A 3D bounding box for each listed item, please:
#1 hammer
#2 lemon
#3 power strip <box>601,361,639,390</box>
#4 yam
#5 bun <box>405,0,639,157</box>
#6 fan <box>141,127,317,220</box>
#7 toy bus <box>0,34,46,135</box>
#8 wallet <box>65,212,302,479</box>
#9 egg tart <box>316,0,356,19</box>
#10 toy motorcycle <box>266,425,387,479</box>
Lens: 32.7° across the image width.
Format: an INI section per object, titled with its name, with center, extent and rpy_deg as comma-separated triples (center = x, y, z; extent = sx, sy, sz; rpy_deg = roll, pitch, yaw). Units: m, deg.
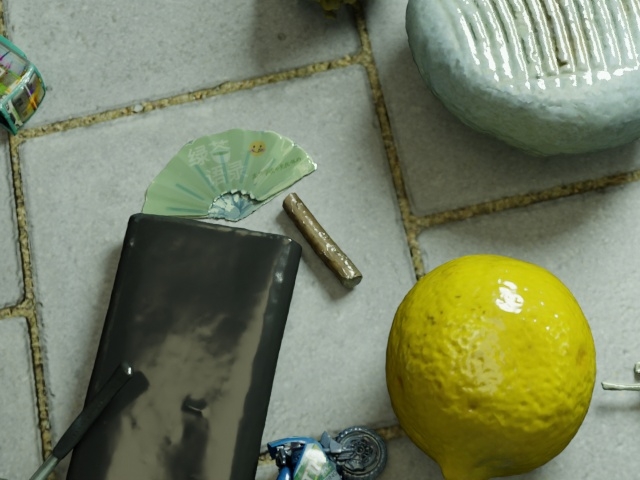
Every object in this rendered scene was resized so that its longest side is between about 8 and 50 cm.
[hammer]
center = -0.295, 0.242, 1.274
extent = 0.246, 0.029, 0.103
rpy_deg = -49, 49, 8
[lemon]
center = 0.185, 0.144, 1.194
extent = 0.229, 0.228, 0.253
rpy_deg = -2, 76, 7
[power strip]
center = 0.411, 0.159, 1.255
extent = 0.175, 0.042, 0.075
rpy_deg = -6, 72, 6
[yam]
center = 0.000, 0.000, 1.367
extent = 0.032, 0.032, 0.145
rpy_deg = -36, 69, -5
[bun]
center = 0.284, -0.257, 1.323
extent = 0.362, 0.211, 0.361
rpy_deg = -1, 73, 5
[fan]
center = -0.126, -0.084, 1.426
extent = 0.240, 0.009, 0.131
rpy_deg = -17, 68, 2
[toy bus]
center = -0.493, -0.251, 1.490
extent = 0.262, 0.091, 0.109
rpy_deg = 36, 73, 15
[wallet]
center = -0.167, 0.173, 1.317
extent = 0.229, 0.062, 0.405
rpy_deg = 8, 72, 10
[egg tart]
center = 0.074, -0.467, 1.388
extent = 0.169, 0.388, 0.387
rpy_deg = 12, 70, -24
[toy motorcycle]
center = -0.025, 0.309, 1.231
extent = 0.136, 0.092, 0.254
rpy_deg = 23, 63, 10
